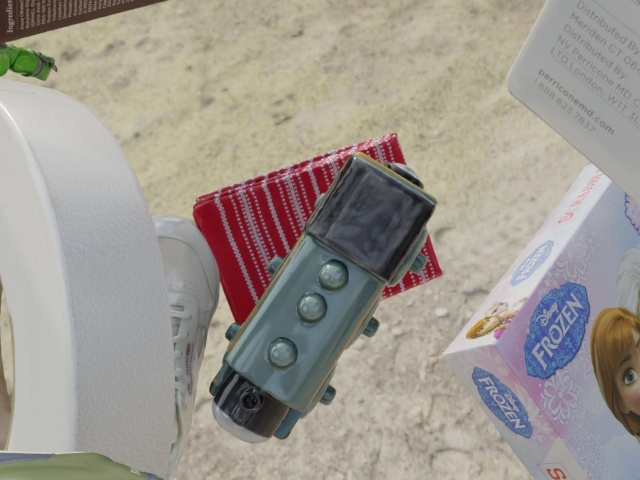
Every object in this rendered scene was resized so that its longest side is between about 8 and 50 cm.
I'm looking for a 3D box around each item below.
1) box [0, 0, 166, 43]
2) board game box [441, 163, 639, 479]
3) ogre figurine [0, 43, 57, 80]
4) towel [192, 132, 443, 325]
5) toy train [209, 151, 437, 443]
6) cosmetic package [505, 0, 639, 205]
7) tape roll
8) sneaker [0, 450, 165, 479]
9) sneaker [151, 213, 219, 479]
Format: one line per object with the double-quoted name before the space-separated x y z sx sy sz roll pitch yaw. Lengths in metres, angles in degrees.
"box" -0.305 -0.350 0.950 0.191 0.143 0.381 39 47 22
"board game box" 0.299 0.125 0.799 0.066 0.318 0.318 -25 16 51
"ogre figurine" -0.393 -0.153 0.978 0.197 0.118 0.097 -40 71 -4
"towel" 0.000 0.000 1.029 0.275 0.199 0.031 -20 8 -12
"toy train" 0.000 0.058 0.865 0.142 0.190 0.334 34 90 6
"cosmetic package" 0.298 -0.229 0.420 0.230 0.453 0.161 -30 67 -33
"tape roll" -0.238 0.078 0.632 0.072 0.392 0.392 -1 28 -41
"sneaker" -0.079 0.128 0.376 0.086 0.192 0.064 18 82 40
"sneaker" -0.162 0.126 0.889 0.114 0.305 0.152 4 18 -15
